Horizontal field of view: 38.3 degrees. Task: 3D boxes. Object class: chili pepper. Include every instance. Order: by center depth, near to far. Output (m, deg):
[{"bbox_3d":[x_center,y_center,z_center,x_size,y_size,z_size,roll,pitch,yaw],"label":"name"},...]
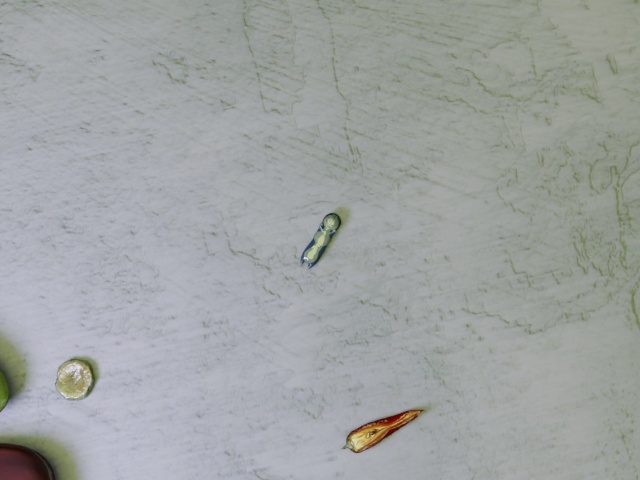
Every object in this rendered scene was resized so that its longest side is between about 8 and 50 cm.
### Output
[{"bbox_3d":[0.120,0.360,1.768,0.178,0.027,0.045,-28,85,-1],"label":"chili pepper"}]

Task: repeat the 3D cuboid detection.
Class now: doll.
[{"bbox_3d":[0.000,0.000,1.832,0.037,0.027,0.125,31,84,0],"label":"doll"}]

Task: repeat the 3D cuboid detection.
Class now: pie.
[{"bbox_3d":[-0.486,0.276,1.821,0.084,0.020,0.084,-1,83,5],"label":"pie"}]

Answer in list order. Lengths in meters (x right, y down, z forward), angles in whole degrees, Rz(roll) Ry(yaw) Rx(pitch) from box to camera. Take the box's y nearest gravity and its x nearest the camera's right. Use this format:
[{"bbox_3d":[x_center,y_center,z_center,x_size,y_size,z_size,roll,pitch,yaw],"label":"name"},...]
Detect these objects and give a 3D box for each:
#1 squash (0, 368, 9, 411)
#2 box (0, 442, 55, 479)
[{"bbox_3d":[-0.755,0.214,1.803,0.370,0.118,0.118,38,85,12],"label":"squash"},{"bbox_3d":[-0.635,0.577,1.701,0.263,0.108,0.404,2,68,6],"label":"box"}]
